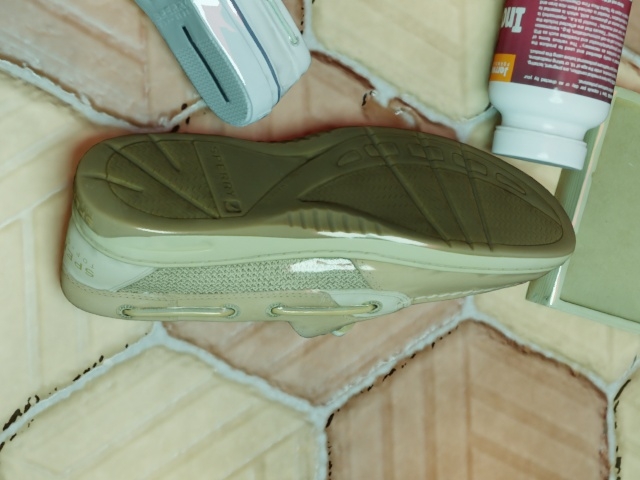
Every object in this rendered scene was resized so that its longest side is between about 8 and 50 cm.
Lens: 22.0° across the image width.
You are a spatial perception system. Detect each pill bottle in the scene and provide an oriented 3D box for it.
[{"bbox_3d":[0.163,-0.128,1.128,0.086,0.086,0.152,10,92,-21],"label":"pill bottle"}]

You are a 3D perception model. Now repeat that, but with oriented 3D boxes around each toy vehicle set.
[{"bbox_3d":[0.294,0.001,1.219,0.267,0.035,0.166,17,90,-21],"label":"toy vehicle set"}]

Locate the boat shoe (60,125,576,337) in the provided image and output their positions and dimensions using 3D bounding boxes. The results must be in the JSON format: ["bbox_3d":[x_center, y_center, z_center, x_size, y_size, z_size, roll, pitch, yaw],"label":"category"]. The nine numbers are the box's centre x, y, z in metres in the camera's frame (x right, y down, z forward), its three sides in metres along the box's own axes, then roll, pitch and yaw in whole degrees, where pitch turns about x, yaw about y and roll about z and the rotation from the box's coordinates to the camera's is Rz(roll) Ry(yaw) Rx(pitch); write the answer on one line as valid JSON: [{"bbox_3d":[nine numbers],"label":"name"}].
[{"bbox_3d":[0.000,0.000,1.080,0.341,0.121,0.110,4,132,-18],"label":"boat shoe"}]

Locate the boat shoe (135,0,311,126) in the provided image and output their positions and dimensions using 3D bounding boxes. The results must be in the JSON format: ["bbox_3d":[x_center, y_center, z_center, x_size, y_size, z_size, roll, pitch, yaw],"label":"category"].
[{"bbox_3d":[-0.084,-0.183,1.043,0.076,0.083,0.226,-42,116,-32],"label":"boat shoe"}]
